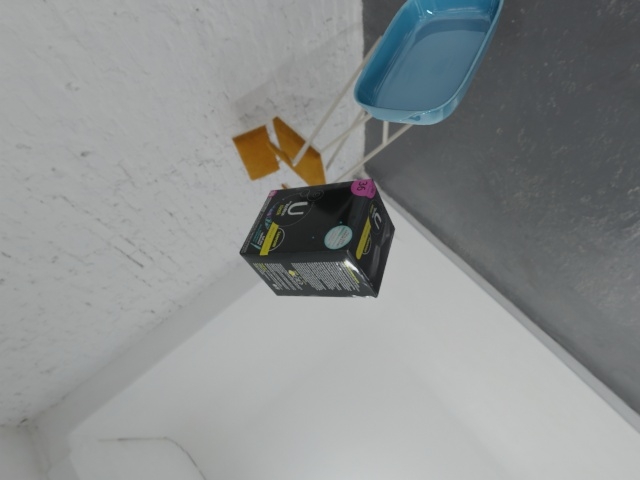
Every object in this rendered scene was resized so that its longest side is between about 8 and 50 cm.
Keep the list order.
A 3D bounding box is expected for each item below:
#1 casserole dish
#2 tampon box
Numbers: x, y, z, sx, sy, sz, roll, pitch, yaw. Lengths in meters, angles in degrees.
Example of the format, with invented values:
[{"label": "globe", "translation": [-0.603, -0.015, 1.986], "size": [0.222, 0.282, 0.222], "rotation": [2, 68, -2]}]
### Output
[{"label": "casserole dish", "translation": [0.112, -0.187, 0.422], "size": [0.114, 0.188, 0.037], "rotation": [19, 163, 35]}, {"label": "tampon box", "translation": [0.000, 0.000, 0.553], "size": [0.161, 0.120, 0.101], "rotation": [-3, 139, 30]}]
